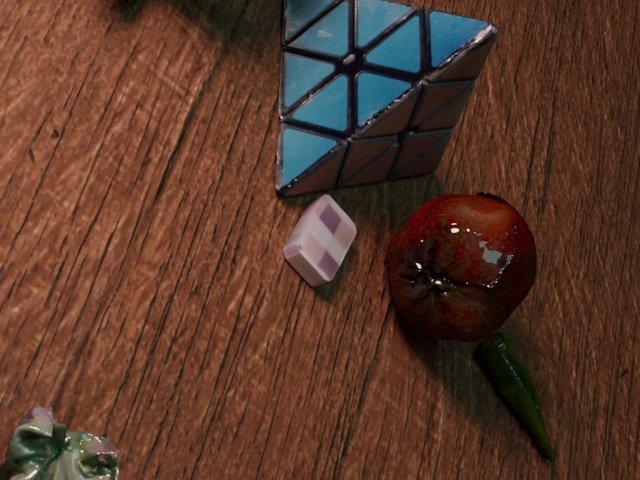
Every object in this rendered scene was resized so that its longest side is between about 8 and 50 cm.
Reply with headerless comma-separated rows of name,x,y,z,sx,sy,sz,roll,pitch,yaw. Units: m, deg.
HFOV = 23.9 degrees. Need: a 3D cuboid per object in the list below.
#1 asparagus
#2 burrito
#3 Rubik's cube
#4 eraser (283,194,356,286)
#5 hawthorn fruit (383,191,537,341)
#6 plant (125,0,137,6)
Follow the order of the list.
asparagus,0.257,0.199,1.903,0.045,0.041,0.178,-42,104,-42
burrito,-0.228,0.265,1.292,0.144,0.089,0.229,32,48,-53
Rubik's cube,0.064,-0.175,1.805,0.229,0.233,0.228,6,105,-8
eraser,0.000,0.000,1.733,0.065,0.026,0.105,50,41,-21
hawthorn fruit,0.179,0.029,1.822,0.235,0.181,0.181,-7,76,-63
plant,-0.152,-0.402,1.649,0.312,0.213,0.215,-33,97,-15
